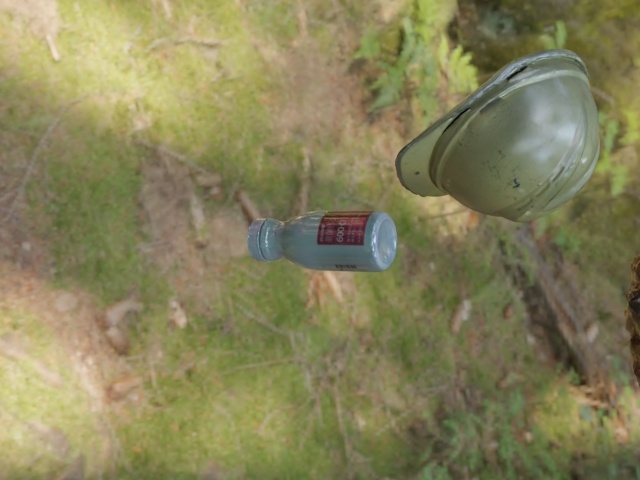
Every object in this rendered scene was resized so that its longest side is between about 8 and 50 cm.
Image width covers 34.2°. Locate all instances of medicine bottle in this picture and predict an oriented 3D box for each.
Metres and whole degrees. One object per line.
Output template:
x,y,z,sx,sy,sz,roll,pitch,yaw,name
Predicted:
0.000,0.000,1.548,0.090,0.217,0.090,-4,95,-63,medicine bottle

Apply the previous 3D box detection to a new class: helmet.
0.232,-0.089,1.219,0.204,0.257,0.137,27,29,-55,helmet

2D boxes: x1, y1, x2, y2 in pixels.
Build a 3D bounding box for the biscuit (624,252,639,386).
0.415,0.140,1.107,0.289,0.081,0.334,-135,-148,-60,biscuit
